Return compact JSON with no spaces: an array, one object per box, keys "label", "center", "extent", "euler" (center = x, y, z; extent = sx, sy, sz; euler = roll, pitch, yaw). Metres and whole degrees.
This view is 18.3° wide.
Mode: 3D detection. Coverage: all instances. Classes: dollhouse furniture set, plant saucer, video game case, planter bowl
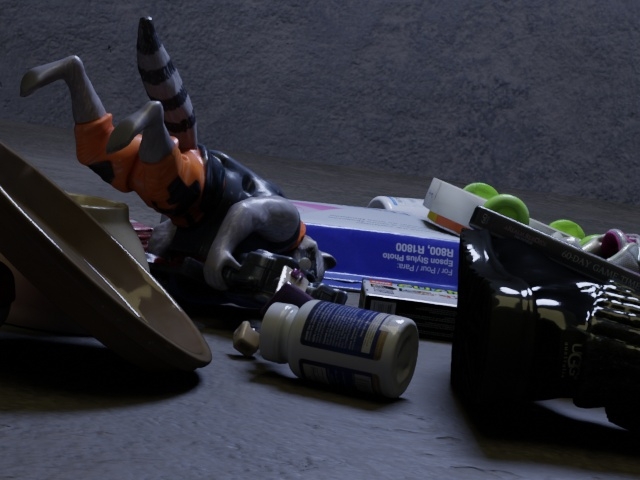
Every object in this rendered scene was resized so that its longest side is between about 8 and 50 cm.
[{"label":"dollhouse furniture set","center":[-0.001,0.074,1.711],"extent":[0.114,0.091,0.081],"euler":[35,33,-10]},{"label":"plant saucer","center":[-0.197,0.012,1.564],"extent":[0.278,0.041,0.278],"euler":[44,2,-2]},{"label":"video game case","center":[0.281,0.041,1.831],"extent":[0.274,0.026,0.196],"euler":[25,1,17]},{"label":"planter bowl","center":[-0.223,0.015,1.757],"extent":[0.162,0.109,0.162],"euler":[8,7,-1]}]

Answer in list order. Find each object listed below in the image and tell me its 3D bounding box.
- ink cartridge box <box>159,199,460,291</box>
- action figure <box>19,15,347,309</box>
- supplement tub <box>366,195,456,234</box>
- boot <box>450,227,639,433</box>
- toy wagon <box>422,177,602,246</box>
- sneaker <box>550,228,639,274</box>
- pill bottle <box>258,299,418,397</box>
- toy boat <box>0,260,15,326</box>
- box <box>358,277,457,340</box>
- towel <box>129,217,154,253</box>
[{"label":"ink cartridge box","center":[0.000,0.000,2.320],"extent":[0.324,0.071,0.330],"euler":[6,6,-16]},{"label":"action figure","center":[-0.089,-0.039,1.855],"extent":[0.341,0.178,0.330],"euler":[12,-24,47]},{"label":"supplement tub","center":[0.117,-0.020,2.603],"extent":[0.107,0.071,0.071],"euler":[5,7,-30]},{"label":"boot","center":[0.244,0.082,1.644],"extent":[0.260,0.131,0.348],"euler":[5,12,-3]},{"label":"toy wagon","center":[0.292,0.009,2.394],"extent":[0.344,0.068,0.267],"euler":[24,4,-4]},{"label":"sneaker","center":[0.337,0.046,2.124],"extent":[0.252,0.111,0.103],"euler":[5,7,-24]},{"label":"pill bottle","center":[0.014,0.085,1.617],"extent":[0.120,0.067,0.067],"euler":[11,7,22]},{"label":"toy boat","center":[-0.329,0.004,1.542],"extent":[0.151,0.151,0.231],"euler":[9,7,13]},{"label":"box","center":[0.143,0.075,1.978],"extent":[0.207,0.036,0.114],"euler":[8,7,-1]},{"label":"towel","center":[-0.343,-0.022,2.243],"extent":[0.237,0.037,0.329],"euler":[3,6,-21]}]
